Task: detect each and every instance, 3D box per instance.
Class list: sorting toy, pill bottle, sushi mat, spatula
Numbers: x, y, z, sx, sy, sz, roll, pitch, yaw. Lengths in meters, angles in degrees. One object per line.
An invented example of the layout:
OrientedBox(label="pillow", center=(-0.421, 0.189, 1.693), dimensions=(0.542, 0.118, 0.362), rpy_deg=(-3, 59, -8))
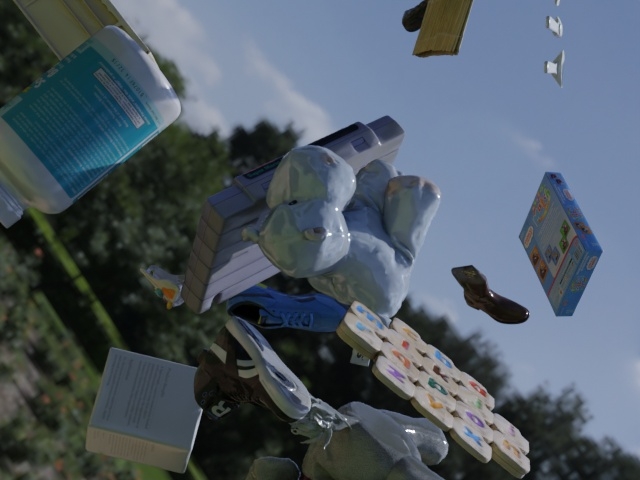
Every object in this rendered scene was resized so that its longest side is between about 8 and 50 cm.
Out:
OrientedBox(label="sorting toy", center=(-0.235, 0.062, 2.015), dimensions=(0.075, 0.045, 0.083), rpy_deg=(38, 12, 10))
OrientedBox(label="pill bottle", center=(-0.313, -0.133, 1.653), dimensions=(0.146, 0.264, 0.146), rpy_deg=(48, -10, 11))
OrientedBox(label="sushi mat", center=(0.223, -0.438, 2.086), dimensions=(0.019, 0.316, 0.151), rpy_deg=(16, 1, -21))
OrientedBox(label="spatula", center=(0.340, -0.305, 1.938), dimensions=(0.242, 0.019, 0.168), rpy_deg=(-27, 119, -75))

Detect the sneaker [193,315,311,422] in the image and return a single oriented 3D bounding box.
OrientedBox(label="sneaker", center=(-0.096, 0.202, 1.742), dimensions=(0.079, 0.121, 0.217), rpy_deg=(32, 10, -35))

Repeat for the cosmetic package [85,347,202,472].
OrientedBox(label="cosmetic package", center=(-0.302, 0.299, 2.348), dimensions=(0.184, 0.151, 0.151), rpy_deg=(15, -28, -5))

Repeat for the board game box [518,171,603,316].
OrientedBox(label="board game box", center=(0.424, 0.005, 2.390), dimensions=(0.211, 0.039, 0.160), rpy_deg=(-108, -154, -45))

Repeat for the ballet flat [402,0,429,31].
OrientedBox(label="ballet flat", center=(0.223, -0.466, 2.604), dimensions=(0.057, 0.173, 0.049), rpy_deg=(24, 47, -43))

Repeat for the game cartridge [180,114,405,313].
OrientedBox(label="game cartridge", center=(-0.041, -0.045, 1.975), dimensions=(0.068, 0.355, 0.230), rpy_deg=(44, -39, 25))

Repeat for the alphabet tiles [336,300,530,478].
OrientedBox(label="alphabet tiles", center=(0.139, 0.179, 1.633), dimensions=(0.284, 0.021, 0.278), rpy_deg=(38, 12, 0))

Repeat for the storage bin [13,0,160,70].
OrientedBox(label="storage bin", center=(-0.393, -0.351, 2.218), dimensions=(0.260, 0.123, 0.262), rpy_deg=(52, -3, 2))

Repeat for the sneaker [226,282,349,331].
OrientedBox(label="sneaker", center=(-0.054, 0.124, 2.215), dimensions=(0.082, 0.209, 0.069), rpy_deg=(-64, 163, -59))

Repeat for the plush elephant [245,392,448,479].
OrientedBox(label="plush elephant", center=(0.031, 0.375, 1.905), dimensions=(0.330, 0.255, 0.272), rpy_deg=(27, 16, -30))

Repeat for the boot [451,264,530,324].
OrientedBox(label="boot", center=(0.246, 0.076, 1.939), dimensions=(0.106, 0.037, 0.114), rpy_deg=(15, -23, 23))

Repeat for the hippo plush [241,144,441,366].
OrientedBox(label="hippo plush", center=(0.000, 0.000, 1.816), dimensions=(0.236, 0.294, 0.234), rpy_deg=(22, -18, -37))
